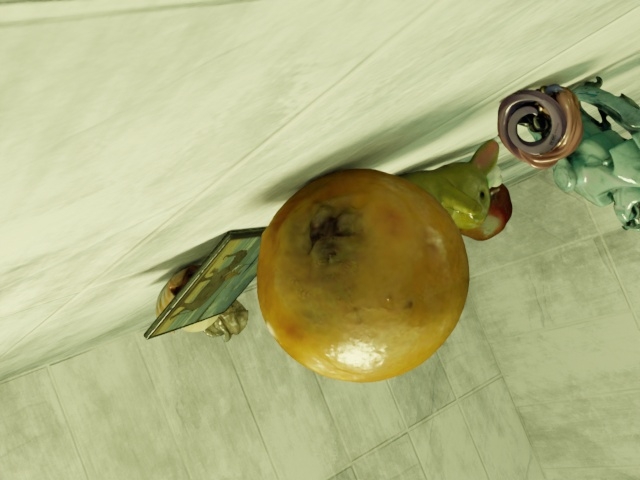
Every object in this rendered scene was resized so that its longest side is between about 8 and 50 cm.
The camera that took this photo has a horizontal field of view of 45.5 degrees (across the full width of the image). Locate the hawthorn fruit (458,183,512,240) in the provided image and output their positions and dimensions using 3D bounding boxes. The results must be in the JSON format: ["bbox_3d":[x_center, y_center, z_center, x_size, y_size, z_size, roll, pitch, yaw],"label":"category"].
[{"bbox_3d":[0.493,-0.113,2.327,0.208,0.208,0.248,-21,162,-10],"label":"hawthorn fruit"}]

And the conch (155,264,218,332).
[{"bbox_3d":[-0.291,0.107,1.663,0.158,0.127,0.255,-19,150,-23],"label":"conch"}]

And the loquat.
[{"bbox_3d":[0.058,0.050,1.131,0.328,0.328,0.328,-22,176,-2],"label":"loquat"}]

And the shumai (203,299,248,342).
[{"bbox_3d":[-0.314,0.206,2.134,0.218,0.185,0.184,-22,176,-8],"label":"shumai"}]

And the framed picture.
[{"bbox_3d":[-0.186,0.073,1.509,0.265,0.016,0.347,-49,169,13],"label":"framed picture"}]

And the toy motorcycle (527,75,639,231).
[{"bbox_3d":[0.461,-0.148,1.256,0.154,0.260,0.206,-22,135,-17],"label":"toy motorcycle"}]

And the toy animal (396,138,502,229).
[{"bbox_3d":[0.266,-0.073,1.542,0.363,0.180,0.181,-19,157,-20],"label":"toy animal"}]

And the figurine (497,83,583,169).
[{"bbox_3d":[0.343,-0.175,1.130,0.157,0.126,0.114,-17,-143,-39],"label":"figurine"}]
